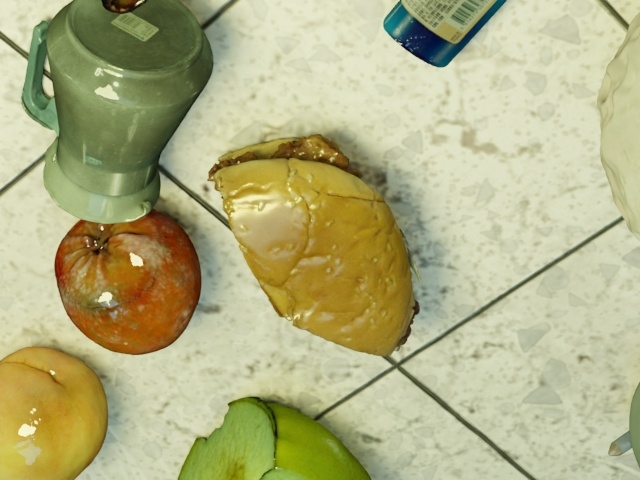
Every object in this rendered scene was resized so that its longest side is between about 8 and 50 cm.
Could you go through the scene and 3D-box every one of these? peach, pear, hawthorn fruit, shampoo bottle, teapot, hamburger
[{"bbox_3d":[-0.341,0.218,2.054,0.184,0.184,0.184,1,128,2],"label":"peach"},{"bbox_3d":[-0.031,0.329,2.140,0.292,0.159,0.292,2,132,2],"label":"pear"},{"bbox_3d":[-0.212,0.046,1.922,0.173,0.173,0.173,1,128,2],"label":"hawthorn fruit"},{"bbox_3d":[0.149,-0.261,1.731,0.087,0.050,0.183,31,124,-18],"label":"shampoo bottle"},{"bbox_3d":[-0.225,-0.148,1.782,0.203,0.171,0.225,35,136,15],"label":"teapot"},{"bbox_3d":[0.000,0.000,1.886,0.282,0.155,0.245,13,121,-13],"label":"hamburger"}]

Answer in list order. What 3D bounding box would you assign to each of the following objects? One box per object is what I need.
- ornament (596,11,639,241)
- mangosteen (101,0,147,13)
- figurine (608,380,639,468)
[{"bbox_3d":[0.433,-0.123,1.660,0.337,0.337,0.337,1,128,2],"label":"ornament"},{"bbox_3d":[-0.215,-0.344,1.538,0.231,0.289,0.231,-5,156,-2],"label":"mangosteen"},{"bbox_3d":[0.555,0.257,2.034,0.382,0.205,0.224,19,133,-22],"label":"figurine"}]
